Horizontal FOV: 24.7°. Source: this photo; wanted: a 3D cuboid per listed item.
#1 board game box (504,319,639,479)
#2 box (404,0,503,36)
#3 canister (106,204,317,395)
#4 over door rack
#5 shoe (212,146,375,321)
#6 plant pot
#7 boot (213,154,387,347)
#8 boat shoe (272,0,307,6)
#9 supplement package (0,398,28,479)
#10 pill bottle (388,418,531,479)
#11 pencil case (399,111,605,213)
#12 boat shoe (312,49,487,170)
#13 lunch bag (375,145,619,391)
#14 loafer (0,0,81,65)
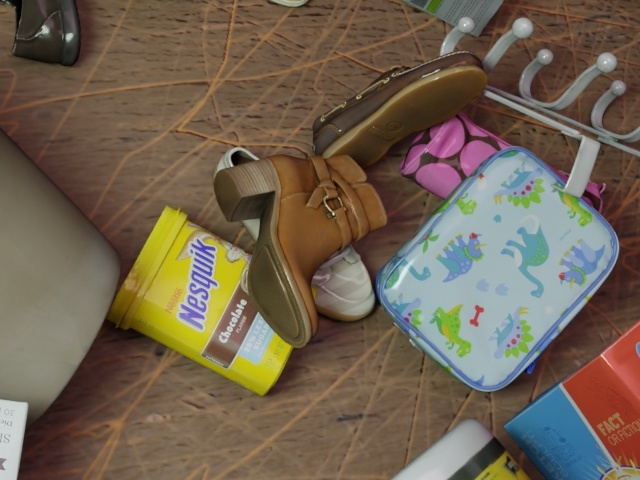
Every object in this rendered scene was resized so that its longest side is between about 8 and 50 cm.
[{"bbox_3d":[0.333,0.247,1.359,0.064,0.242,0.316,-35,80,-25],"label":"board game box"},{"bbox_3d":[0.181,-0.354,1.652,0.103,0.114,0.203,25,61,-6],"label":"box"},{"bbox_3d":[-0.102,0.059,1.404,0.170,0.073,0.126,28,61,-5],"label":"canister"},{"bbox_3d":[0.286,-0.124,1.468,0.239,0.108,0.324,17,21,-27],"label":"over door rack"},{"bbox_3d":[-0.026,-0.008,1.464,0.219,0.058,0.076,46,62,6],"label":"shoe"},{"bbox_3d":[-0.337,0.019,1.245,0.280,0.323,0.323,33,60,-21],"label":"plant pot"},{"bbox_3d":[0.000,0.000,1.393,0.152,0.073,0.197,-9,69,-33],"label":"boot"},{"bbox_3d":[-0.072,-0.325,1.591,0.170,0.059,0.063,42,62,5],"label":"boat shoe"},{"bbox_3d":[-0.383,0.207,1.175,0.262,0.204,0.145,9,65,-14],"label":"supplement package"},{"bbox_3d":[0.172,0.340,1.298,0.188,0.188,0.334,-35,81,-27],"label":"pill bottle"},{"bbox_3d":[0.193,-0.062,1.540,0.209,0.095,0.098,28,97,-6],"label":"pencil case"},{"bbox_3d":[0.073,-0.141,1.486,0.073,0.207,0.073,31,39,-46],"label":"boat shoe"},{"bbox_3d":[0.176,0.032,1.453,0.176,0.090,0.219,42,87,-1],"label":"lunch bag"},{"bbox_3d":[-0.300,-0.280,1.488,0.078,0.080,0.220,-9,70,-21],"label":"loafer"}]
